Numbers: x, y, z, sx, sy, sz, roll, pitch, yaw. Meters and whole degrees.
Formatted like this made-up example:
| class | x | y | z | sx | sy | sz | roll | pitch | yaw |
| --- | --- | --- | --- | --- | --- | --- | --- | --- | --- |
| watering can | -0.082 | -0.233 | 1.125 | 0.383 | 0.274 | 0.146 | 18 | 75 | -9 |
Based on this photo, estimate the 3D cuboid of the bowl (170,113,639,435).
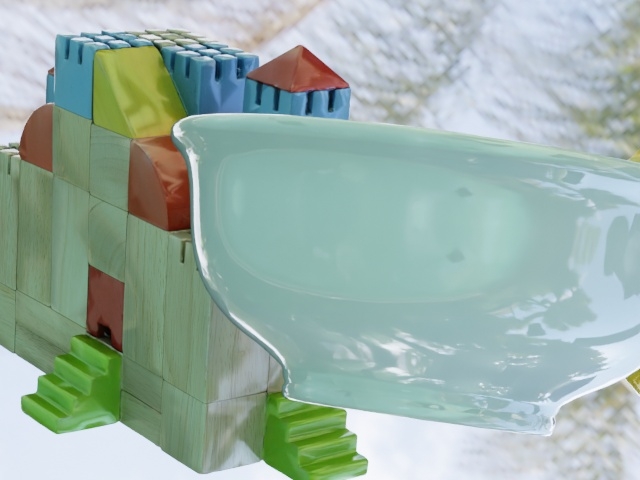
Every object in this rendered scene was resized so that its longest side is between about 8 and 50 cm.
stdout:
| class | x | y | z | sx | sy | sz | roll | pitch | yaw |
| --- | --- | --- | --- | --- | --- | --- | --- | --- | --- |
| bowl | 0.060 | 0.026 | 1.001 | 0.298 | 0.298 | 0.134 | 4 | -95 | 40 |

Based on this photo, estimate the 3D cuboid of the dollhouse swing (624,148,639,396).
| class | x | y | z | sx | sy | sz | roll | pitch | yaw |
| --- | --- | --- | --- | --- | --- | --- | --- | --- | --- |
| dollhouse swing | 0.421 | 0.077 | 1.477 | 0.315 | 0.347 | 0.305 | -41 | -135 | 2 |

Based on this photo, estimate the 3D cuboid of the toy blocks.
| class | x | y | z | sx | sy | sz | roll | pitch | yaw |
| --- | --- | --- | --- | --- | --- | --- | --- | --- | --- |
| toy blocks | -0.112 | -0.023 | 1.285 | 0.381 | 0.191 | 0.261 | 24 | -65 | 49 |
